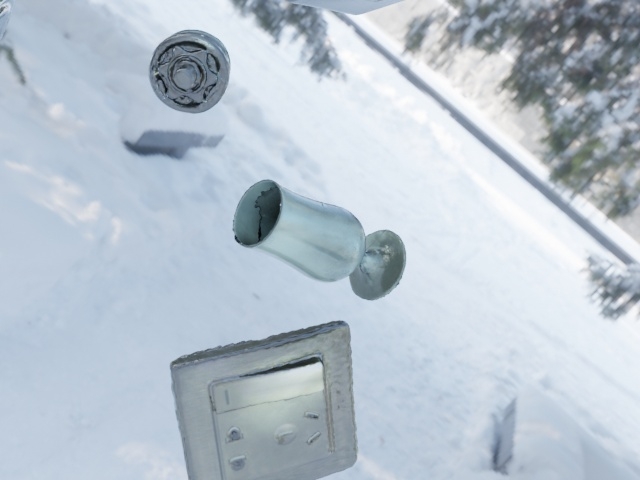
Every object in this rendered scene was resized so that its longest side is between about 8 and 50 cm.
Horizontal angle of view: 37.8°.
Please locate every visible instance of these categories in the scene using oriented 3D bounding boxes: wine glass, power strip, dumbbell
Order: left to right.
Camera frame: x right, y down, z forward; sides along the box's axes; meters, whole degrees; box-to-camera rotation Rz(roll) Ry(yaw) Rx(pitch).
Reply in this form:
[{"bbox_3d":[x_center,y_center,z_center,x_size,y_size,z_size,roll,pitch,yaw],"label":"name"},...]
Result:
[{"bbox_3d":[-0.133,-0.175,0.958,0.081,0.081,0.254,38,8,-12],"label":"dumbbell"},{"bbox_3d":[-0.078,0.236,1.320,0.257,0.251,0.092,-11,32,-16],"label":"power strip"},{"bbox_3d":[0.000,0.000,1.191,0.231,0.103,0.103,23,20,-41],"label":"wine glass"}]

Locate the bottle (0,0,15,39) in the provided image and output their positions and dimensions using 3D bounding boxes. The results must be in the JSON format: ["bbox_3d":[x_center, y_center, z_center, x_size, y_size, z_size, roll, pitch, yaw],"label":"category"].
[{"bbox_3d":[-0.423,-0.226,0.718,0.347,0.168,0.168,31,13,-13],"label":"bottle"}]

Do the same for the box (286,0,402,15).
[{"bbox_3d":[0.060,-0.325,1.147,0.230,0.160,0.050,-19,96,-64],"label":"box"}]
